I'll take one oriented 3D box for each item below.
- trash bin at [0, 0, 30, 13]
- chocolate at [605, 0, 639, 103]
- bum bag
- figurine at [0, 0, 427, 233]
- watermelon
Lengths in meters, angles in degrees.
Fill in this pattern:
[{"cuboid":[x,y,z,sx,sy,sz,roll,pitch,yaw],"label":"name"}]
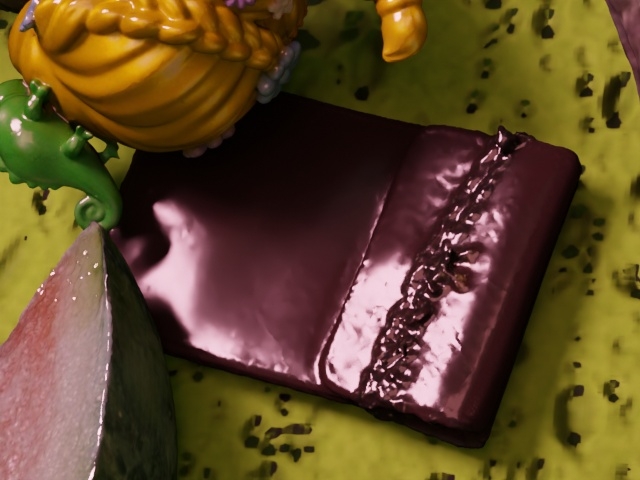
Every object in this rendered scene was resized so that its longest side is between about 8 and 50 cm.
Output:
[{"cuboid":[-0.114,-0.176,0.668,0.175,0.175,0.161,36,93,22],"label":"trash bin"},{"cuboid":[0.145,-0.052,0.587,0.110,0.110,0.248,-11,74,9],"label":"chocolate"},{"cuboid":[0.000,0.000,0.644,0.159,0.026,0.109,14,73,19],"label":"bum bag"},{"cuboid":[-0.040,-0.065,0.630,0.115,0.095,0.156,43,93,14],"label":"figurine"},{"cuboid":[-0.091,0.085,0.611,0.094,0.081,0.180,16,70,28],"label":"watermelon"}]
